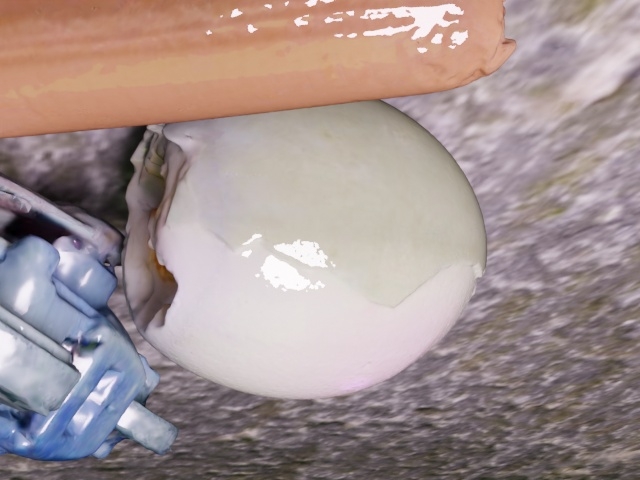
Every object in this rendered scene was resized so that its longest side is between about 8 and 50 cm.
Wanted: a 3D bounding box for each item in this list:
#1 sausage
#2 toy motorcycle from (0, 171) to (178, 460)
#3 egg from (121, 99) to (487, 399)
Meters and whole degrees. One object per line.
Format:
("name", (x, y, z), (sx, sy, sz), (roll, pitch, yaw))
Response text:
("sausage", (-0.053, -0.099, 0.454), (0.289, 0.086, 0.086), (-6, 154, 0))
("toy motorcycle", (-0.203, 0.032, 0.586), (0.182, 0.241, 0.319), (-31, 161, -6))
("egg", (0.000, 0.000, 0.557), (0.217, 0.183, 0.183), (4, 152, -24))
